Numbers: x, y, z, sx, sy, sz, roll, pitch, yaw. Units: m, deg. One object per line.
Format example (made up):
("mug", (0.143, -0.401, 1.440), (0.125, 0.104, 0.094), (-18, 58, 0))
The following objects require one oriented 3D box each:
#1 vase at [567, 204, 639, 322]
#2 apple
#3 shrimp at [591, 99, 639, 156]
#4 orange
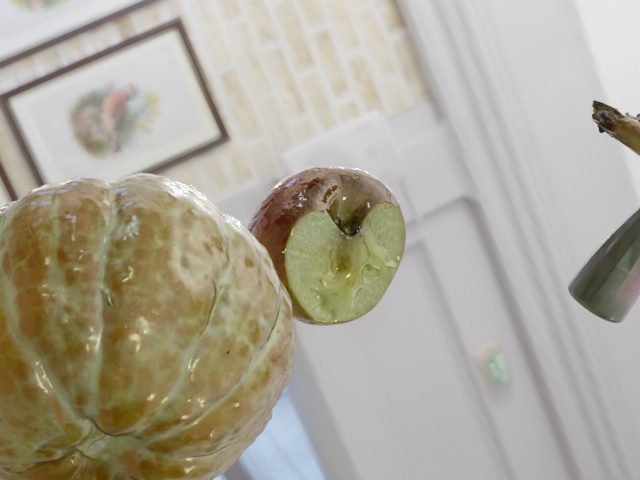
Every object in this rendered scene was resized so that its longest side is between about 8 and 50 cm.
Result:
("vase", (0.411, -0.001, 1.725), (0.086, 0.214, 0.086), (27, 19, -10))
("apple", (0.000, 0.000, 1.574), (0.160, 0.195, 0.173), (45, -42, 44))
("shrimp", (0.397, -0.128, 1.561), (0.180, 0.099, 0.041), (26, -30, 29))
("orange", (-0.182, 0.097, 1.178), (0.329, 0.329, 0.249), (76, 8, -46))
